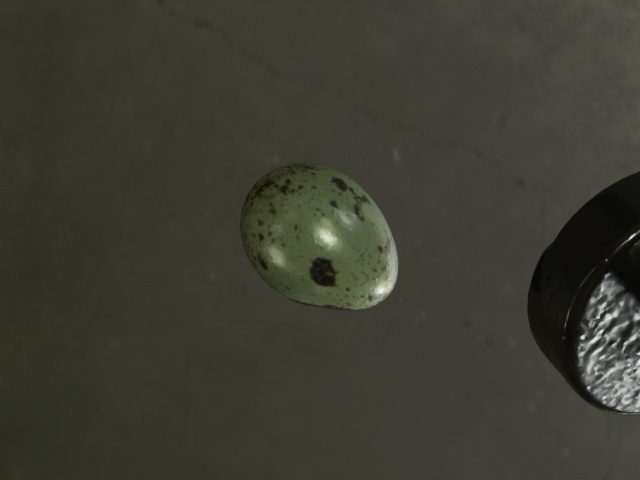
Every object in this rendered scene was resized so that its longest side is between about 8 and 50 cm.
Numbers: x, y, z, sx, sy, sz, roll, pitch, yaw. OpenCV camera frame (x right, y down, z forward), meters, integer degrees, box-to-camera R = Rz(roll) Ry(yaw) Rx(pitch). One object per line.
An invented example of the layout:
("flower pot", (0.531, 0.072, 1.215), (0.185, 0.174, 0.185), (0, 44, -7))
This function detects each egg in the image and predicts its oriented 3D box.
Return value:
("egg", (0.000, 0.000, 1.246), (0.110, 0.085, 0.085), (40, 117, 6))

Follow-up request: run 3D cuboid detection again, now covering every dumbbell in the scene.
("dumbbell", (0.230, 0.070, 1.115), (0.152, 0.218, 0.152), (-15, 127, -21))
